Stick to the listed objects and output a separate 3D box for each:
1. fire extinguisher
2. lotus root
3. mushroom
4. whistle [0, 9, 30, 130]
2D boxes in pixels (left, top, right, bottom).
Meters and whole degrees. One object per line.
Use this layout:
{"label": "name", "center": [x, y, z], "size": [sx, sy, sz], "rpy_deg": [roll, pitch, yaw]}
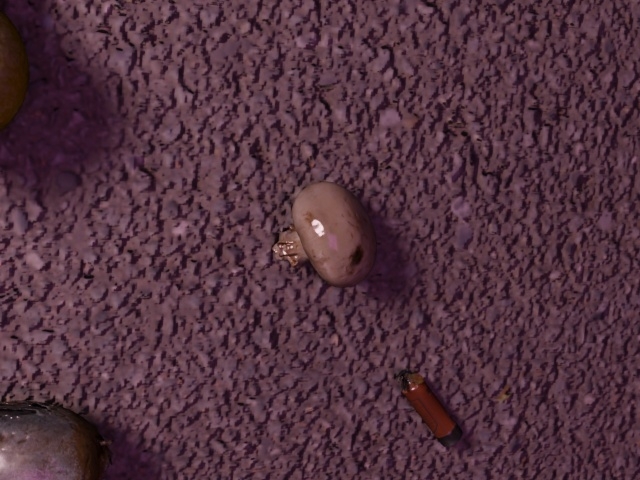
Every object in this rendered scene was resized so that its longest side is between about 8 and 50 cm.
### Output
{"label": "fire extinguisher", "center": [0.089, 0.139, 0.788], "size": [0.022, 0.028, 0.083], "rpy_deg": [-29, 109, 23]}
{"label": "lotus root", "center": [-0.232, 0.157, 0.668], "size": [0.165, 0.088, 0.088], "rpy_deg": [2, 98, -7]}
{"label": "mushroom", "center": [0.000, 0.000, 0.722], "size": [0.079, 0.085, 0.085], "rpy_deg": [-25, 107, 18]}
{"label": "whistle", "center": [-0.253, -0.149, 0.614], "size": [0.123, 0.123, 0.223], "rpy_deg": [1, 77, -17]}
